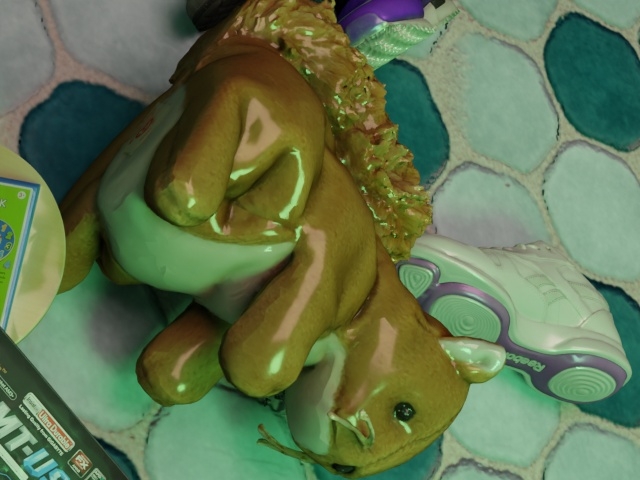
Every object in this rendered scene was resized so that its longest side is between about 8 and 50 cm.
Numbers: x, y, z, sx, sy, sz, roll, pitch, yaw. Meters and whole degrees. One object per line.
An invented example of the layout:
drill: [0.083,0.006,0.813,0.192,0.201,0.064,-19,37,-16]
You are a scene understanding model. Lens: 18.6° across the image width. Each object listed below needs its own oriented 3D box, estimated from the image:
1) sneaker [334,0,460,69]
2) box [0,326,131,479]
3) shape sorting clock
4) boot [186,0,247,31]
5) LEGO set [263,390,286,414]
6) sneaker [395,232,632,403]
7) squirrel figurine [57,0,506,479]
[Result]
sneaker: [0.043,-0.246,1.917,0.146,0.102,0.293,58,16,-3]
box: [-0.311,0.197,1.414,0.293,0.073,0.295,-48,114,-25]
shape sorting clock: [-0.306,0.009,1.558,0.206,0.040,0.206,1,73,-3]
boot: [-0.103,-0.313,1.902,0.161,0.083,0.246,46,41,-7]
LEGO set: [-0.037,0.127,1.783,0.083,0.023,0.054,39,51,-19]
sneaker: [0.179,0.056,1.953,0.305,0.114,0.152,28,41,-32]
squirrel figurine: [0.000,0.000,1.699,0.370,0.281,0.397,41,48,-16]
